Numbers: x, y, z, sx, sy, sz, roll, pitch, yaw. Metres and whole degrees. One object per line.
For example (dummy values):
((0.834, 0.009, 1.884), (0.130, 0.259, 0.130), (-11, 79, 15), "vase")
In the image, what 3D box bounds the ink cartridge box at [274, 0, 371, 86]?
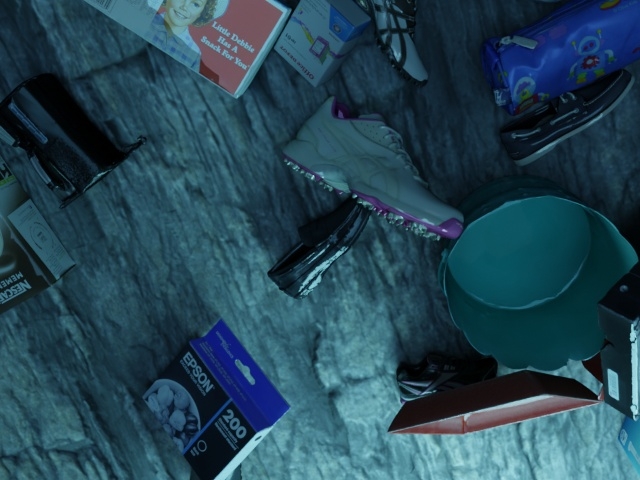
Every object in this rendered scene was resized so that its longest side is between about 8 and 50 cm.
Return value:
((0.001, -0.294, 1.025), (0.088, 0.052, 0.122), (44, 137, 4), "ink cartridge box")

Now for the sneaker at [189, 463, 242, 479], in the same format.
((-0.177, 0.400, 1.307), (0.083, 0.118, 0.221), (13, 82, 20), "sneaker")

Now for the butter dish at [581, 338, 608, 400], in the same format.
((0.476, 0.159, 1.154), (0.160, 0.118, 0.159), (0, 116, -41), "butter dish")

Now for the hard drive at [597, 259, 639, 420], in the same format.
((0.525, 0.071, 1.014), (0.339, 0.064, 0.236), (-39, 133, -19), "hard drive")

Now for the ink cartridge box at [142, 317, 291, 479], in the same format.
((-0.182, 0.276, 1.224), (0.206, 0.045, 0.208), (48, 108, 22), "ink cartridge box")

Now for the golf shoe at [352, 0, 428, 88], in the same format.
((0.114, -0.315, 1.031), (0.094, 0.077, 0.198), (-32, 105, 14), "golf shoe")

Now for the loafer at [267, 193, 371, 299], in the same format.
((0.000, 0.000, 1.147), (0.078, 0.076, 0.223), (34, 112, -17), "loafer")

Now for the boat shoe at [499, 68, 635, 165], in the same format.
((0.359, -0.193, 1.057), (0.206, 0.075, 0.065), (-36, 106, 19), "boat shoe")

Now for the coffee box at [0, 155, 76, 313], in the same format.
((-0.540, -0.015, 1.169), (0.141, 0.098, 0.246), (-28, 105, 13), "coffee box")

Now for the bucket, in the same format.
((0.313, 0.039, 1.083), (0.281, 0.183, 0.281), (1, 109, 4), "bucket")

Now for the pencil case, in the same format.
((0.369, -0.286, 0.996), (0.306, 0.119, 0.133), (-25, 147, 11), "pencil case")

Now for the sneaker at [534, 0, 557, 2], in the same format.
((0.249, -0.408, 0.981), (0.229, 0.092, 0.087), (30, 110, -5), "sneaker")

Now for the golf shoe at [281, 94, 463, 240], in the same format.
((0.086, -0.110, 1.035), (0.306, 0.115, 0.140), (31, 91, 25), "golf shoe")

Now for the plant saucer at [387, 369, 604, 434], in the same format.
((0.271, 0.254, 1.117), (0.259, 0.258, 0.047), (-23, 64, 32), "plant saucer")

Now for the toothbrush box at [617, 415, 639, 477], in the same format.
((0.628, 0.360, 1.111), (0.217, 0.295, 0.126), (11, 110, 1), "toothbrush box")

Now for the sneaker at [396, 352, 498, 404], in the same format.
((0.210, 0.225, 1.214), (0.178, 0.072, 0.077), (-19, 105, 9), "sneaker")

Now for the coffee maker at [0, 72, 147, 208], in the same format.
((-0.393, -0.169, 1.110), (0.171, 0.120, 0.178), (-41, 104, -8), "coffee maker")

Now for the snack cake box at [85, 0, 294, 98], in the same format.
((-0.188, -0.343, 1.036), (0.264, 0.089, 0.152), (33, 106, -7), "snack cake box")
